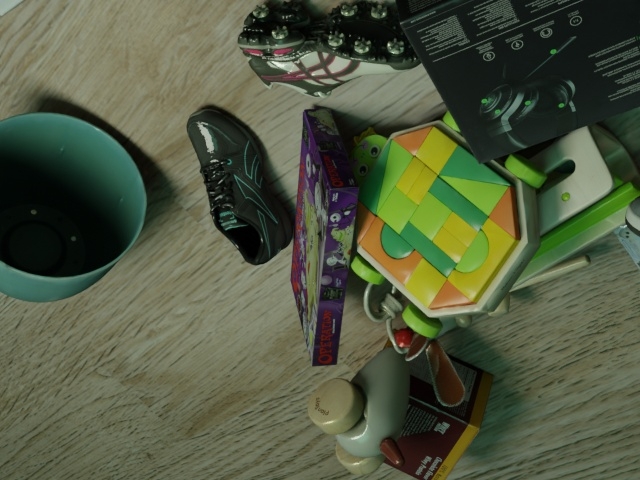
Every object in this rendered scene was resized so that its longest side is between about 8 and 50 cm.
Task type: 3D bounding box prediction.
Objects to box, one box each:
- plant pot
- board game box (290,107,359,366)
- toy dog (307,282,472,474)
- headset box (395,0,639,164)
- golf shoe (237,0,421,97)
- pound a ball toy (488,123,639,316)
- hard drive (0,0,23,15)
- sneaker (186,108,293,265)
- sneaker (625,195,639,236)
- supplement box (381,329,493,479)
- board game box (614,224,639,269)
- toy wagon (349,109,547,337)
[{"bbox_3d":[-0.463,-0.030,1.521,0.293,0.293,0.235,37,146,-7],"label":"plant pot"},{"bbox_3d":[0.000,0.000,1.392,0.056,0.208,0.346,-1,129,-8],"label":"board game box"},{"bbox_3d":[0.132,0.218,1.394,0.161,0.333,0.220,25,178,44],"label":"toy dog"},{"bbox_3d":[0.250,-0.243,1.061,0.246,0.131,0.283,-20,139,20],"label":"headset box"},{"bbox_3d":[0.022,-0.259,1.265,0.273,0.105,0.120,11,145,23],"label":"golf shoe"},{"bbox_3d":[0.302,-0.027,1.301,0.319,0.135,0.208,-35,148,32],"label":"pound a ball toy"},{"bbox_3d":[-0.416,-0.495,1.288,0.353,0.047,0.233,-20,115,34],"label":"hard drive"},{"bbox_3d":[-0.133,-0.082,1.440,0.101,0.106,0.267,-20,109,35],"label":"sneaker"},{"bbox_3d":[0.528,-0.092,1.113,0.296,0.124,0.178,-7,124,-4],"label":"sneaker"},{"bbox_3d":[0.168,0.296,1.593,0.194,0.129,0.191,25,131,4],"label":"supplement box"},{"bbox_3d":[0.480,-0.004,1.301,0.090,0.020,0.090,-25,112,36],"label":"board game box"},{"bbox_3d":[0.138,-0.047,1.254,0.344,0.068,0.267,44,111,34],"label":"toy wagon"}]
